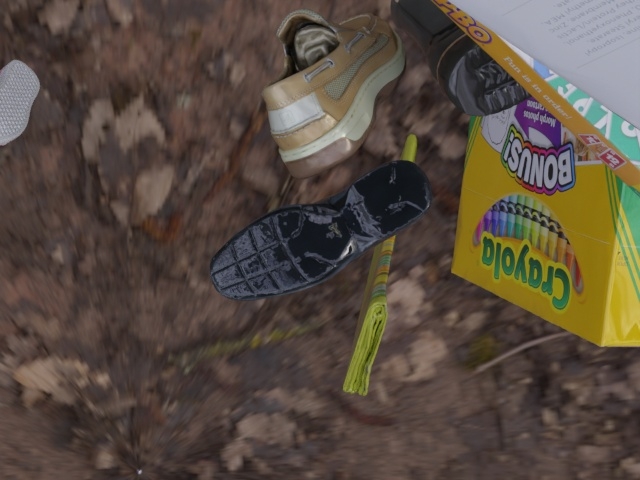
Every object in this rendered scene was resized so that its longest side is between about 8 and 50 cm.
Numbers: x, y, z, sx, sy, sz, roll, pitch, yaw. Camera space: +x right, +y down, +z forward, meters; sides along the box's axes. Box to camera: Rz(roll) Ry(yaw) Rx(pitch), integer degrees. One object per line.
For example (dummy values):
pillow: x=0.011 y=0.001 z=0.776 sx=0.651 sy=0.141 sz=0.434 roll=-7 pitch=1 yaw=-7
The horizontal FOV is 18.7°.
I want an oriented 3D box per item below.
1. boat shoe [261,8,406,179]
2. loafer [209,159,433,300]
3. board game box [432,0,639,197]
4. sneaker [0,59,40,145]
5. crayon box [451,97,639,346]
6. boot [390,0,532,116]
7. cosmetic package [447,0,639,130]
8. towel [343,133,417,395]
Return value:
boat shoe: x=0.005 y=-0.108 z=1.153 sx=0.068 sy=0.190 sz=0.072 roll=-27 pitch=108 yaw=18
loafer: x=0.000 y=0.000 z=1.388 sx=0.170 sy=0.061 sz=0.062 roll=-22 pitch=83 yaw=-9
board game box: x=0.137 y=-0.149 z=1.098 sx=0.259 sy=0.039 sz=0.124 roll=41 pitch=72 yaw=-11
sneaker: x=-0.291 y=-0.105 z=1.688 sx=0.070 sy=0.134 sz=0.051 roll=-35 pitch=107 yaw=23
crayon box: x=0.266 y=-0.081 z=2.009 sx=0.106 sy=0.363 sz=0.313 roll=4 pitch=99 yaw=-20
boot: x=0.153 y=-0.167 z=1.322 sx=0.198 sy=0.137 sz=0.077 roll=-18 pitch=124 yaw=-11
cosmetic package: x=0.156 y=-0.173 z=0.797 sx=0.224 sy=0.138 sz=0.224 roll=28 pitch=52 yaw=-32
towel: x=0.056 y=0.017 z=1.622 sx=0.021 sy=0.102 sz=0.237 roll=16 pitch=39 yaw=-1
